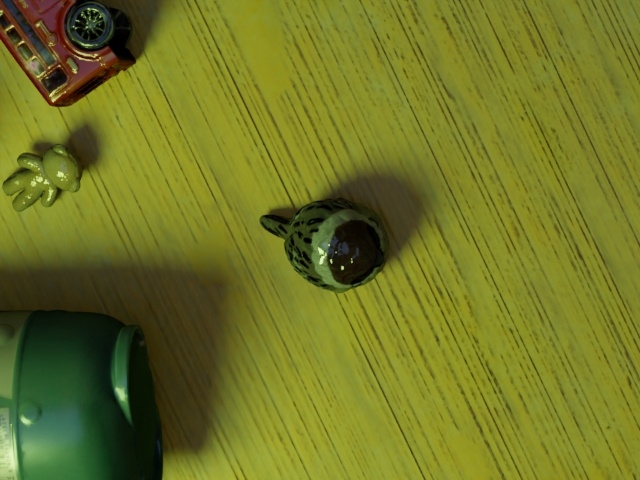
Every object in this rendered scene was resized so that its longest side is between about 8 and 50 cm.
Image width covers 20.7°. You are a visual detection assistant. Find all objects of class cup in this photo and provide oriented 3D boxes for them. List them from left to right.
[{"bbox_3d":[-0.293,0.203,1.734,0.258,0.219,0.289,-2,124,6],"label":"cup"}]

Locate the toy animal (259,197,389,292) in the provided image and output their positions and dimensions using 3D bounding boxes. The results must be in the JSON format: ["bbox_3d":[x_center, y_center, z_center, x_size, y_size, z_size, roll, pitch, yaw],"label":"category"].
[{"bbox_3d":[0.000,0.000,1.732,0.137,0.098,0.098,17,96,5],"label":"toy animal"}]

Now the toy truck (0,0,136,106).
[{"bbox_3d":[-0.292,-0.258,1.735,0.114,0.107,0.252,-36,90,7],"label":"toy truck"}]

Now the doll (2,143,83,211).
[{"bbox_3d":[-0.284,-0.064,1.778,0.093,0.051,0.061,-28,98,9],"label":"doll"}]
